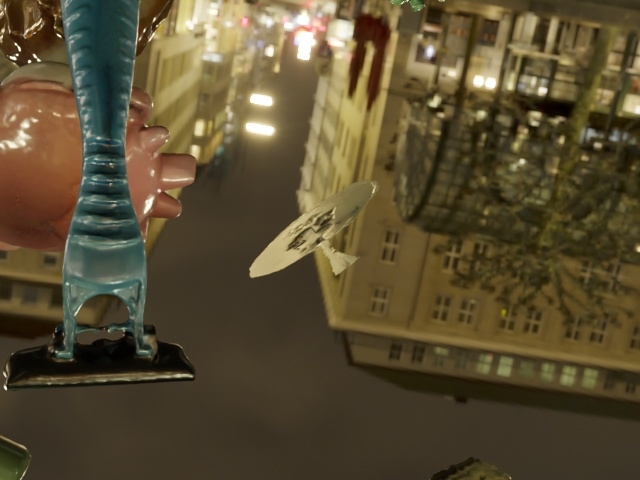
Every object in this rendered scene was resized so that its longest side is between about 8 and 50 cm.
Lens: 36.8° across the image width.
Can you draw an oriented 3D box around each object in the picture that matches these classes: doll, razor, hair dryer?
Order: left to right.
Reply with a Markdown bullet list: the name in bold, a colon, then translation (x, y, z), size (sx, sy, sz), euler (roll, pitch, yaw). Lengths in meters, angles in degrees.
- **hair dryer**: translation (-0.237, 0.132, 0.649), size (0.071, 0.047, 0.150), euler (30, 177, -17)
- **doll**: translation (-0.208, -0.049, 0.715), size (0.211, 0.093, 0.262), euler (23, 145, -28)
- **razor**: translation (-0.097, -0.062, 0.431), size (0.082, 0.253, 0.042), euler (1, 167, -18)

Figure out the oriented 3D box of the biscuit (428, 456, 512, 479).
- **biscuit**: translation (0.020, 0.240, 0.604), size (0.252, 0.150, 0.052), euler (-14, -142, -38)

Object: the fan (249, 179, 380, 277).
- **fan**: translation (0.001, 0.001, 1.321), size (0.012, 0.233, 0.414), euler (52, -178, -13)

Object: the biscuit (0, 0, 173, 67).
- **biscuit**: translation (-0.164, -0.321, 0.853), size (0.115, 0.366, 0.268), euler (24, 144, -34)

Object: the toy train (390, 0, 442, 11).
- **toy train**: translation (0.134, -0.314, 0.999), size (0.194, 0.125, 0.081), euler (-22, -177, -3)
